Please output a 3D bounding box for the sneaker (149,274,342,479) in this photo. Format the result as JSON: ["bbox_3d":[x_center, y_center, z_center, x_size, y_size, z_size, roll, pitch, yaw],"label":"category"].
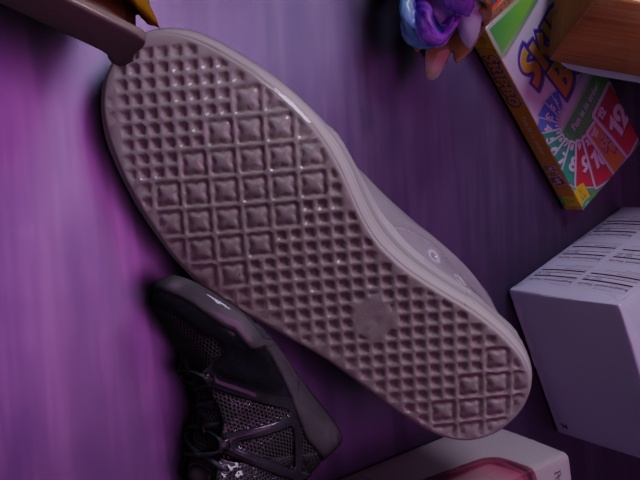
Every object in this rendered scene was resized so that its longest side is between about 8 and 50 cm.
[{"bbox_3d":[-0.084,0.139,0.699,0.130,0.087,0.227,-47,120,-26],"label":"sneaker"}]

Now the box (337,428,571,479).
[{"bbox_3d":[0.119,0.290,0.808,0.232,0.127,0.148,-14,100,-29],"label":"box"}]

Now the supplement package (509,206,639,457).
[{"bbox_3d":[0.352,0.094,0.920,0.203,0.149,0.194,-31,108,-26],"label":"supplement package"}]

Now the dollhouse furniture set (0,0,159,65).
[{"bbox_3d":[-0.201,-0.264,0.498,0.301,0.151,0.197,21,47,-38],"label":"dollhouse furniture set"}]

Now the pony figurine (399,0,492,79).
[{"bbox_3d":[0.172,-0.338,0.688,0.303,0.351,0.363,16,82,-8],"label":"pony figurine"}]

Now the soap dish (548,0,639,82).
[{"bbox_3d":[0.385,-0.260,0.827,0.291,0.118,0.229,11,69,5],"label":"soap dish"}]

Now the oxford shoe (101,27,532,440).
[{"bbox_3d":[0.000,0.000,0.726,0.449,0.130,0.169,41,105,-14],"label":"oxford shoe"}]

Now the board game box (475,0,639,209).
[{"bbox_3d":[0.253,-0.171,0.912,0.124,0.039,0.259,-44,111,-22],"label":"board game box"}]
